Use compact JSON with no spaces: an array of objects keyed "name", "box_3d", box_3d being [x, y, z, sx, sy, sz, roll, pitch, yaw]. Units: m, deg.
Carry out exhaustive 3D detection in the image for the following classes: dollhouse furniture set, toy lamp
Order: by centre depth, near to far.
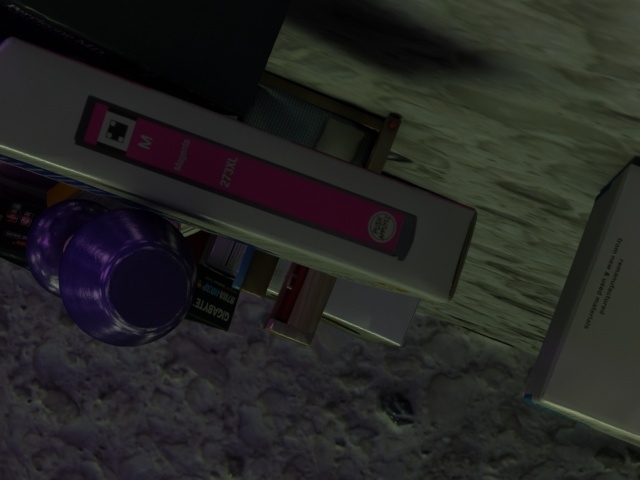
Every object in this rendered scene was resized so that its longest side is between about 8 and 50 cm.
[{"name":"toy lamp","box_3d":[-0.129,0.015,0.900,0.080,0.080,0.275,23,176,-18]},{"name":"dollhouse furniture set","box_3d":[-0.034,-0.026,1.176,0.129,0.183,0.129,22,175,-3]}]

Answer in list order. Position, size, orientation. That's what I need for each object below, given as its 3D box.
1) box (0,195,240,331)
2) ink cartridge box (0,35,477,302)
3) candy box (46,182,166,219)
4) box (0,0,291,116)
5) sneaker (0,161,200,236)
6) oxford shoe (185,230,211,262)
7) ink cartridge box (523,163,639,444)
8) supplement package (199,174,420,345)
[{"name":"box","box_3d":[-0.209,0.017,1.396,0.220,0.051,0.175,14,170,30]},{"name":"ink cartridge box","box_3d":[-0.109,-0.050,0.869,0.371,0.069,0.176,17,178,-22]},{"name":"candy box","box_3d":[-0.142,-0.068,1.368,0.206,0.027,0.105,-31,141,28]},{"name":"box","box_3d":[-0.124,-0.143,0.847,0.156,0.093,0.158,25,173,-33]},{"name":"sneaker","box_3d":[-0.205,-0.071,1.435,0.282,0.102,0.161,7,160,-25]},{"name":"oxford shoe","box_3d":[-0.145,0.007,1.642,0.271,0.097,0.098,17,160,-16]},{"name":"ink cartridge box","box_3d":[0.280,0.074,1.025,0.233,0.168,0.171,21,175,5]},{"name":"supplement package","box_3d":[0.000,0.000,1.509,0.203,0.149,0.194,23,175,-5]}]
